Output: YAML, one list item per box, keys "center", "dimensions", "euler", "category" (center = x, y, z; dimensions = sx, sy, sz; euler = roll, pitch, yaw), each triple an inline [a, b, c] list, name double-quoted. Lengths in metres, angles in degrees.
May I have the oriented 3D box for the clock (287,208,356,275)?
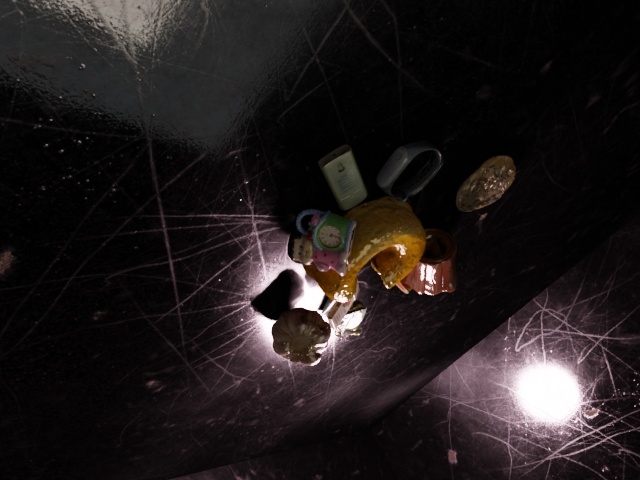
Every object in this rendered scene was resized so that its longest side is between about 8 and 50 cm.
- center: [0.000, 0.000, 1.406]
  dimensions: [0.100, 0.196, 0.193]
  euler: [-51, 152, -62]
  category: "clock"

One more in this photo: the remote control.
- center: [0.070, -0.176, 1.345]
  dimensions: [0.098, 0.038, 0.233]
  euler: [-32, 146, -1]
  category: "remote control"

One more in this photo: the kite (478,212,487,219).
- center: [0.680, -0.100, 1.971]
  dimensions: [0.078, 0.002, 0.044]
  euler: [-7, 139, -35]
  category: "kite"

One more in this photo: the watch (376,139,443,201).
- center: [0.276, -0.213, 1.441]
  dimensions: [0.193, 0.068, 0.206]
  euler: [2, 132, -40]
  category: "watch"

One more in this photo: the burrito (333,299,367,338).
- center: [0.118, 0.340, 2.015]
  dimensions: [0.144, 0.089, 0.228]
  euler: [-8, 141, -10]
  category: "burrito"

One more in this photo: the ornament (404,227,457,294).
- center: [0.446, 0.076, 1.847]
  dimensions: [0.221, 0.235, 0.217]
  euler: [-47, 150, -23]
  category: "ornament"

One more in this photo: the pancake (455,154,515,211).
- center: [0.617, -0.203, 1.745]
  dimensions: [0.283, 0.049, 0.282]
  euler: [-22, 146, -16]
  category: "pancake"

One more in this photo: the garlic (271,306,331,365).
- center: [-0.073, 0.362, 1.800]
  dimensions: [0.245, 0.160, 0.244]
  euler: [1, 108, 2]
  category: "garlic"

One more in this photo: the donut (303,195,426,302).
- center: [0.179, 0.035, 1.594]
  dimensions: [0.435, 0.163, 0.377]
  euler: [-11, 140, -28]
  category: "donut"

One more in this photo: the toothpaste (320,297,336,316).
- center: [0.045, 0.247, 1.879]
  dimensions: [0.056, 0.036, 0.205]
  euler: [-17, 148, -34]
  category: "toothpaste"

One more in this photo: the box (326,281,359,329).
- center: [0.093, 0.250, 1.839]
  dimensions: [0.198, 0.029, 0.109]
  euler: [-55, 154, -23]
  category: "box"

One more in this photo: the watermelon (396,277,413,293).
- center: [0.348, 0.168, 1.982]
  dimensions: [0.094, 0.125, 0.135]
  euler: [27, 156, -24]
  category: "watermelon"
